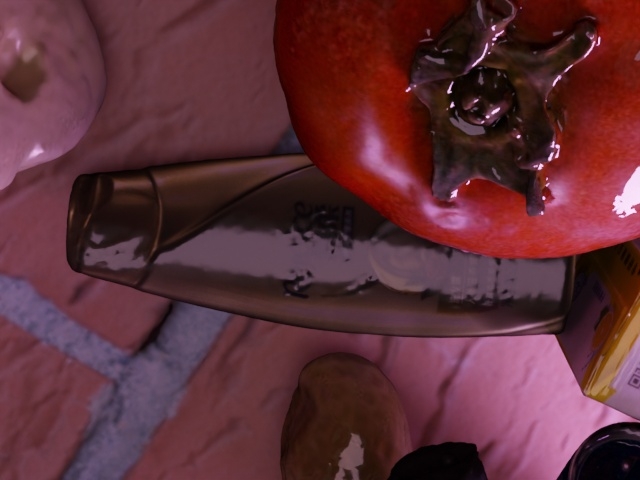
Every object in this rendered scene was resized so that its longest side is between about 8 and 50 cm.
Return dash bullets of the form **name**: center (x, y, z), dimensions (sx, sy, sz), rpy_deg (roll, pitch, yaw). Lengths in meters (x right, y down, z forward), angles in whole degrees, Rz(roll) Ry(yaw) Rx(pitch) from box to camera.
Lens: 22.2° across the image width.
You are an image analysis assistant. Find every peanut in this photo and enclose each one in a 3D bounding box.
- **peanut**: center (0.040, 0.193, 1.198), dimensions (0.120, 0.110, 0.236), rpy_deg (-16, 98, 12)

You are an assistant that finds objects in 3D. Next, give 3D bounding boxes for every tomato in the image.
- **tomato**: center (0.136, -0.151, 0.982), dimensions (0.293, 0.290, 0.325), rpy_deg (15, 128, 11)

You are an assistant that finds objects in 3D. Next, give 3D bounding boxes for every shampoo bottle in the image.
- **shampoo bottle**: center (0.000, 0.000, 1.143), dimensions (0.350, 0.084, 0.126), rpy_deg (5, 87, -1)

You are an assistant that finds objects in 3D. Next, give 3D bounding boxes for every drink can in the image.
- **drink can**: center (0.190, 0.211, 1.134), dimensions (0.097, 0.235, 0.097), rpy_deg (3, 63, -6)

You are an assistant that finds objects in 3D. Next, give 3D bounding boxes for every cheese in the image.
- **cheese**: center (-0.264, -0.094, 1.041), dimensions (0.251, 0.248, 0.174), rpy_deg (-10, 112, -5)

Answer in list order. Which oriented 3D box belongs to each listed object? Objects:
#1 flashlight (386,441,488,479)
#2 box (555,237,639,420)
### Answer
- **flashlight**: center (0.111, 0.248, 1.124), dimensions (0.093, 0.093, 0.232), rpy_deg (-15, 109, 4)
- **box**: center (0.303, 0.093, 1.135), dimensions (0.265, 0.168, 0.097), rpy_deg (25, 103, -9)
